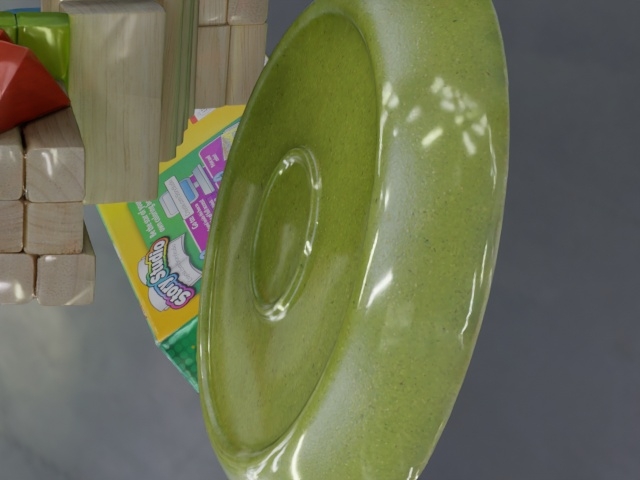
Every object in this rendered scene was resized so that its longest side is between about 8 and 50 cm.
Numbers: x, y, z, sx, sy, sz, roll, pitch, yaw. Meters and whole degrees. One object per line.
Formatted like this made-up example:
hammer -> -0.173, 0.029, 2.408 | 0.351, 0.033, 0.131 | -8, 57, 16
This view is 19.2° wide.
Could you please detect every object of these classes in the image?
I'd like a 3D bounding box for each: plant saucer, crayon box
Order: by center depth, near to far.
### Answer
plant saucer -> 0.000, 0.000, 0.730 | 0.241, 0.037, 0.241 | -169, 90, -70
crayon box -> -0.054, -0.014, 1.301 | 0.081, 0.165, 0.278 | 54, -178, -31

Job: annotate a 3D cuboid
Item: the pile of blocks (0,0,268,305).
pile of blocks -> -0.120, -0.088, 0.813 | 0.149, 0.362, 0.113 | 9, 112, 10
